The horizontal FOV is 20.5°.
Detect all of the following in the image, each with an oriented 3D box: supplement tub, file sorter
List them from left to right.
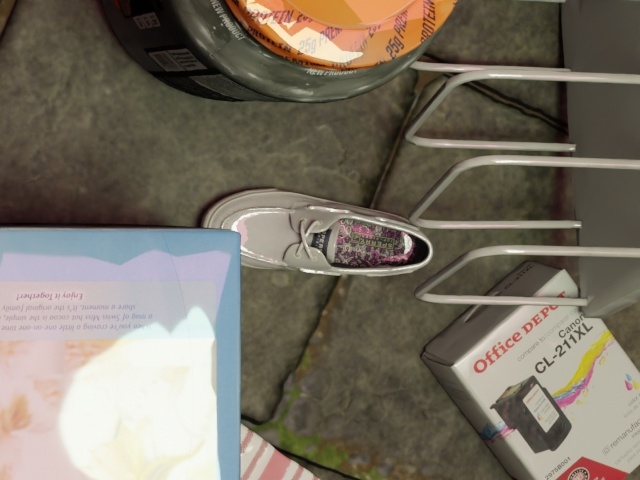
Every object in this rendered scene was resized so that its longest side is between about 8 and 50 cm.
[{"bbox_3d":[-0.030,-0.198,1.217,0.207,0.338,0.207,-1,95,-17],"label":"supplement tub"},{"bbox_3d":[0.161,-0.095,1.326,0.173,0.193,0.278,0,77,-13],"label":"file sorter"}]

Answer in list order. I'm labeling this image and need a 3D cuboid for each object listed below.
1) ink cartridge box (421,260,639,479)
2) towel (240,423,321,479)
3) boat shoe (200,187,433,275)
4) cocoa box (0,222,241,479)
[{"bbox_3d":[0.187,0.123,1.449,0.127,0.072,0.175,-40,105,-10],"label":"ink cartridge box"},{"bbox_3d":[-0.089,0.214,1.399,0.197,0.029,0.144,37,81,-17],"label":"towel"},{"bbox_3d":[0.000,0.000,1.386,0.184,0.063,0.066,12,91,-18],"label":"boat shoe"},{"bbox_3d":[-0.241,0.103,1.220,0.347,0.228,0.231,0,89,-14],"label":"cocoa box"}]
